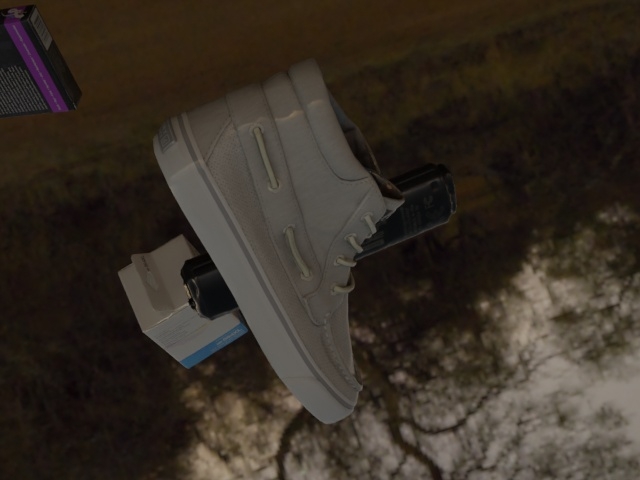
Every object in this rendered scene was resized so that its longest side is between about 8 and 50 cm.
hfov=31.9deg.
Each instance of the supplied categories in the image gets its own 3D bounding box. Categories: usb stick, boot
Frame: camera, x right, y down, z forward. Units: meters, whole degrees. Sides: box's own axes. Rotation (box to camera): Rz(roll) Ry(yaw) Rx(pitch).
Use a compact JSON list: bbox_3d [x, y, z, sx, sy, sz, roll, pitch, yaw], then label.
[{"bbox_3d":[0.000,0.000,1.073,0.278,0.045,0.077,-22,137,-9],"label":"usb stick"},{"bbox_3d":[0.003,0.008,0.732,0.123,0.258,0.095,-25,-146,5],"label":"boot"}]

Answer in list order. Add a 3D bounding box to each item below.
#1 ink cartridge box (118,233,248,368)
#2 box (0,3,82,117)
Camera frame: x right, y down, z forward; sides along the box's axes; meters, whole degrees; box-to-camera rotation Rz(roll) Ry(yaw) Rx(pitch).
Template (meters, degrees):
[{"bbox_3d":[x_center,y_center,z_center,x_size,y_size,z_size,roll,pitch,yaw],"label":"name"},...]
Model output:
[{"bbox_3d":[-0.162,0.069,1.303,0.090,0.092,0.143,-31,150,2],"label":"ink cartridge box"},{"bbox_3d":[-0.335,-0.173,1.117,0.162,0.029,0.116,-5,137,15],"label":"box"}]
